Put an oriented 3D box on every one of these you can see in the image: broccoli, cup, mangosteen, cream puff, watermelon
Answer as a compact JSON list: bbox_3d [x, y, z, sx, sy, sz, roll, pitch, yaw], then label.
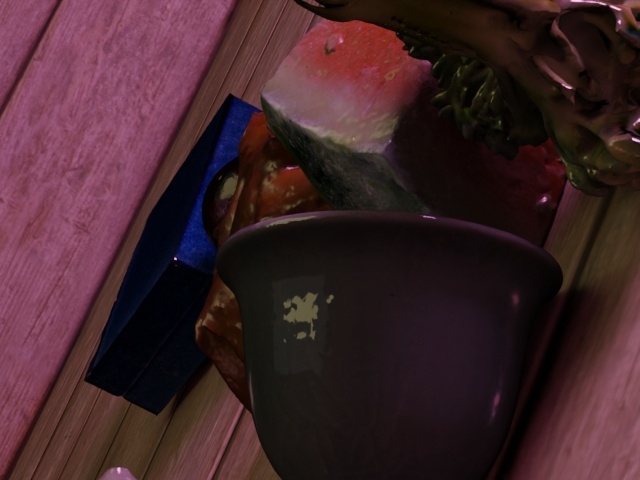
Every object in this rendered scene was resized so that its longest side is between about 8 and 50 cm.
[{"bbox_3d":[0.100,-0.102,0.857,0.177,0.198,0.275,-28,-2,36],"label":"broccoli"},{"bbox_3d":[0.035,0.085,0.890,0.199,0.199,0.150,142,135,-63],"label":"cup"},{"bbox_3d":[-0.052,-0.023,1.601,0.140,0.140,0.140,-58,13,21],"label":"mangosteen"},{"bbox_3d":[0.000,0.000,1.202,0.269,0.155,0.241,-91,21,-63],"label":"cream puff"},{"bbox_3d":[0.101,-0.114,1.048,0.256,0.193,0.140,-52,9,-17],"label":"watermelon"}]

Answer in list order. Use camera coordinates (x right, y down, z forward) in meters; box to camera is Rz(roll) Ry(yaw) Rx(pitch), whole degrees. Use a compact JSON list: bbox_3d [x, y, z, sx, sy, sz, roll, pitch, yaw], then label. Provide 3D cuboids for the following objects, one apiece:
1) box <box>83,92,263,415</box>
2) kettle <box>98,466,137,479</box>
[{"bbox_3d":[-0.144,0.019,1.853,0.261,0.116,0.279,-49,17,44],"label":"box"},{"bbox_3d":[-0.188,0.294,1.536,0.098,0.126,0.148,-31,6,-8],"label":"kettle"}]
